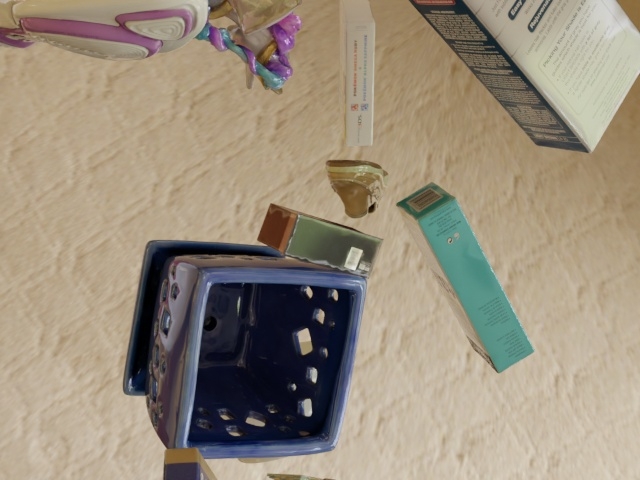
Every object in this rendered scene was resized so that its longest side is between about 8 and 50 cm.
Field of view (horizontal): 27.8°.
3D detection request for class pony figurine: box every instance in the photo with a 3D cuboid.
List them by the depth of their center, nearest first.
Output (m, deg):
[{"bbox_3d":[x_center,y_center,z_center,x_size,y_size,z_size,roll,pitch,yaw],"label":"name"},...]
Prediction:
[{"bbox_3d":[-0.105,-0.391,1.743,0.363,0.303,0.351,44,135,-11],"label":"pony figurine"}]

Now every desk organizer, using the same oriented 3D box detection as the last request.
[{"bbox_3d":[0.000,0.000,1.382,0.130,0.050,0.047,16,96,-42],"label":"desk organizer"}]

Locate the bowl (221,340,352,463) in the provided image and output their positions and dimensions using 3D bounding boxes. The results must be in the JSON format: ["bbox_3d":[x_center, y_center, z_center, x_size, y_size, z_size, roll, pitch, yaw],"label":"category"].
[{"bbox_3d":[-0.075,0.253,1.973,0.298,0.298,0.134,-14,94,9],"label":"bowl"}]

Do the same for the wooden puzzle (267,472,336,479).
[{"bbox_3d":[-0.017,0.233,1.257,0.083,0.049,0.006,-9,69,47],"label":"wooden puzzle"}]

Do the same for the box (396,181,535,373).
[{"bbox_3d":[0.190,0.048,1.693,0.060,0.100,0.244,-31,109,-4],"label":"box"}]

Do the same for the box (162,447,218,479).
[{"bbox_3d":[-0.108,0.305,1.093,0.036,0.136,0.225,-3,59,9],"label":"box"}]

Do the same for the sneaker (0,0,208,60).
[{"bbox_3d":[-0.202,-0.225,1.024,0.305,0.114,0.152,14,89,41],"label":"sneaker"}]

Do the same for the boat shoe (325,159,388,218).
[{"bbox_3d":[0.051,-0.064,1.695,0.068,0.190,0.072,7,88,19],"label":"boat shoe"}]

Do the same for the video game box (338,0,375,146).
[{"bbox_3d":[0.052,-0.260,1.922,0.048,0.205,0.187,2,115,-2],"label":"video game box"}]

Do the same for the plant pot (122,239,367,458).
[{"bbox_3d":[-0.108,0.121,1.595,0.236,0.212,0.236,3,104,-34],"label":"plant pot"}]

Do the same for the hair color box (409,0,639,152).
[{"bbox_3d":[0.255,-0.280,1.604,0.347,0.105,0.174,43,73,-35],"label":"hair color box"}]
